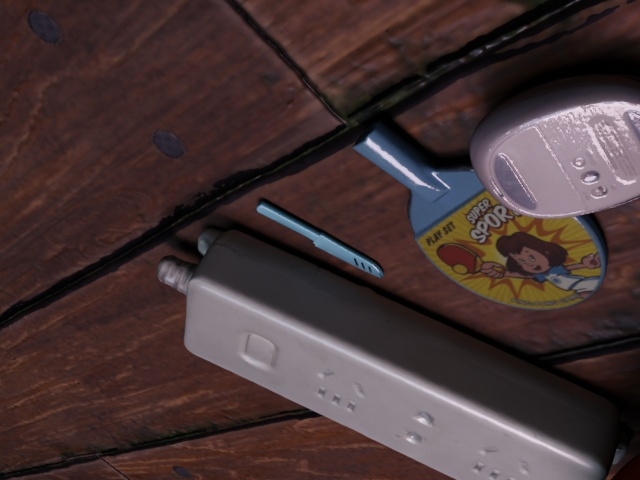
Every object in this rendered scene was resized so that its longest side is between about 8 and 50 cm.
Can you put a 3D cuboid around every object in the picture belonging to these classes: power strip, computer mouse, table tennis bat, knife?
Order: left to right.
[{"bbox_3d":[0.000,0.000,0.565,0.091,0.005,0.014,28,143,1],"label":"knife"},{"bbox_3d":[0.038,0.085,0.598,0.338,0.058,0.098,25,144,8],"label":"power strip"},{"bbox_3d":[0.084,-0.012,0.484,0.155,0.019,0.100,37,144,-13],"label":"table tennis bat"},{"bbox_3d":[0.115,-0.045,0.407,0.096,0.039,0.066,-17,124,36],"label":"computer mouse"}]

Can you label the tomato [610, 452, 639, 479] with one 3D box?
[{"bbox_3d":[0.281,0.237,0.433,0.322,0.321,0.321,18,142,15],"label":"tomato"}]
